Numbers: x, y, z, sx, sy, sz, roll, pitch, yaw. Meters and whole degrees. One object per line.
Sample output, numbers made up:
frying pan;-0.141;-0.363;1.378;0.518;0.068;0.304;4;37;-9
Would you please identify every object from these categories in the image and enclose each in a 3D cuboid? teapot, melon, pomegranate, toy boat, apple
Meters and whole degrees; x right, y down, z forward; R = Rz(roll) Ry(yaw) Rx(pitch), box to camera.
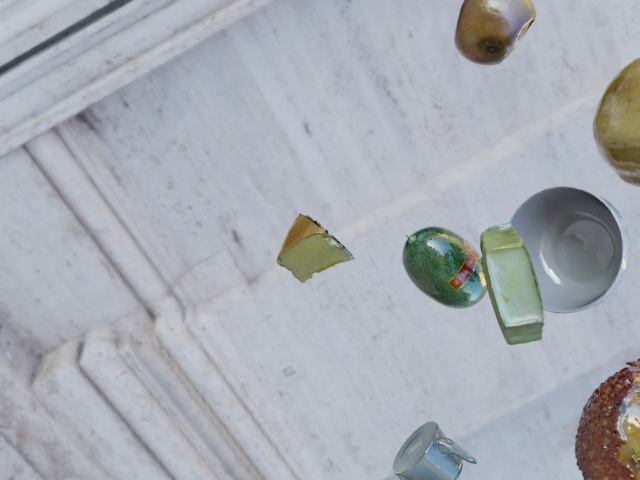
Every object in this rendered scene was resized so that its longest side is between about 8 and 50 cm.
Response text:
teapot;0.280;0.560;1.820;0.149;0.239;0.162;40;41;-4
melon;0.322;0.066;1.922;0.288;0.182;0.182;35;15;-26
pomegranate;0.816;-0.276;1.719;0.332;0.332;0.332;61;3;-5
toy boat;0.426;0.091;1.638;0.084;0.111;0.276;48;32;-74
apple;0.501;-0.618;2.110;0.207;0.237;0.237;21;-12;19

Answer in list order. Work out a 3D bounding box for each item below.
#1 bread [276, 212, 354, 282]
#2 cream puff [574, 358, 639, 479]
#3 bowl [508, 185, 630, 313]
bread;0.000;0.000;1.806;0.140;0.160;0.169;45;45;-29
cream puff;0.601;0.393;1.367;0.229;0.350;0.350;-16;-72;48
bowl;0.579;0.021;1.681;0.144;0.287;0.287;1;53;-45
